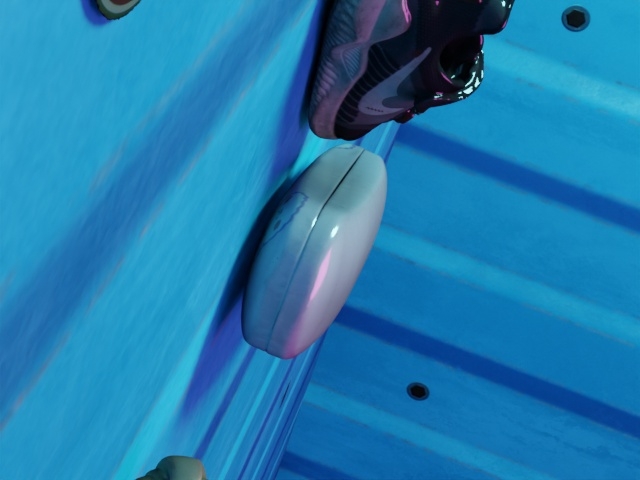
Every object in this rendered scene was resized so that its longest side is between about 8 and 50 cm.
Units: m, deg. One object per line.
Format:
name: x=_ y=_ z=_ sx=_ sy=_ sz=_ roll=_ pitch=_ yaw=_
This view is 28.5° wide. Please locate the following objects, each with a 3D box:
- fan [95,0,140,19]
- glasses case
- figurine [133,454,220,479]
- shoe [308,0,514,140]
fan: x=-0.039 y=-0.112 z=0.316 sx=0.133 sy=0.005 sz=0.085 roll=107 pitch=6 yaw=-55
glasses case: x=0.000 y=0.000 z=0.951 sx=0.297 sy=0.075 sz=0.113 roll=-54 pitch=165 yaw=-74
figurine: x=-0.076 y=0.201 z=0.702 sx=0.114 sy=0.126 sz=0.157 roll=51 pitch=-48 yaw=42
shoe: x=0.059 y=-0.124 z=0.840 sx=0.227 sy=0.112 sz=0.099 roll=99 pitch=11 yaw=-65
